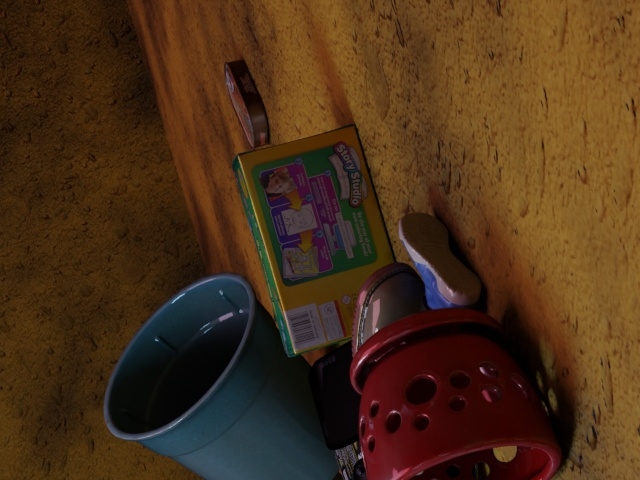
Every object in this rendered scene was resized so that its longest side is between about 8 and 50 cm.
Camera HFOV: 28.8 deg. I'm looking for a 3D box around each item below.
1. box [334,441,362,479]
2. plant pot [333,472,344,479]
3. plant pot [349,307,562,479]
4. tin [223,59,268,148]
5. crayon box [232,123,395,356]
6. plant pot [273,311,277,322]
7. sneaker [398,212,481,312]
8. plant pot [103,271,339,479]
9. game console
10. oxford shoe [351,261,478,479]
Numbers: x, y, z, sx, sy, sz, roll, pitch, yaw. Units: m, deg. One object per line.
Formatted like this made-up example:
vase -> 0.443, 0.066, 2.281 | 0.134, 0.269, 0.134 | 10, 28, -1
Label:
box -> 0.105, 0.403, 1.932 | 0.257, 0.079, 0.322 | 106, 147, -66
plant pot -> -0.022, 0.544, 2.294 | 0.191, 0.284, 0.284 | -9, 97, 65
plant pot -> 0.127, 0.172, 1.252 | 0.191, 0.191, 0.174 | 93, 165, -58
tin -> -0.137, -0.253, 2.308 | 0.106, 0.040, 0.189 | 97, 156, -52
crayon box -> 0.000, 0.000, 1.667 | 0.081, 0.165, 0.278 | 147, 107, -78
plant pot -> -0.011, 0.100, 2.024 | 0.096, 0.109, 0.109 | 48, 153, 45
sneaker -> 0.127, 0.041, 1.386 | 0.152, 0.058, 0.084 | 55, 150, 42
plant pot -> -0.139, 0.290, 2.169 | 0.334, 0.341, 0.341 | 45, -176, -29
game console -> 0.090, 0.314, 1.752 | 0.213, 0.044, 0.361 | -38, 65, 52
oxford shoe -> 0.132, 0.185, 1.465 | 0.130, 0.123, 0.348 | 35, 148, 54
